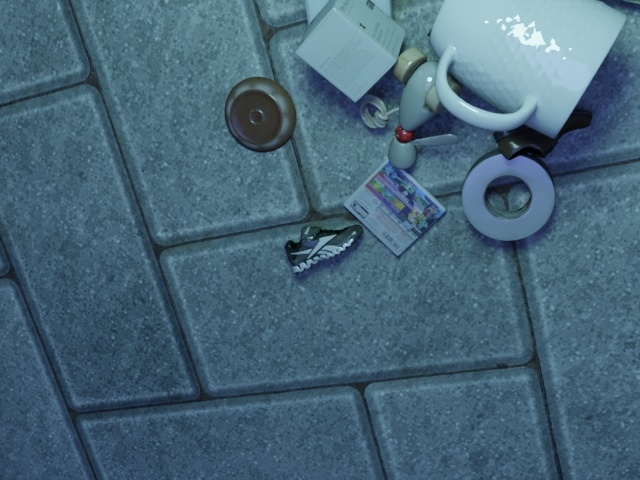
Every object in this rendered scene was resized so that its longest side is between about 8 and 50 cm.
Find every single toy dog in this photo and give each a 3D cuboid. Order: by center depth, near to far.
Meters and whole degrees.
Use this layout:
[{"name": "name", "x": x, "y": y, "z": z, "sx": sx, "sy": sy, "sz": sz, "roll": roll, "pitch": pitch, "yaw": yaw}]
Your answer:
[{"name": "toy dog", "x": 0.248, "y": -0.317, "z": 1.789, "sx": 0.220, "sy": 0.160, "sz": 0.333, "roll": 60, "pitch": 156, "yaw": 5}]

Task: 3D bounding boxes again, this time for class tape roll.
[{"name": "tape roll", "x": 0.457, "y": -0.113, "z": 1.862, "sx": 0.219, "sy": 0.072, "sz": 0.219, "roll": 5, "pitch": 111, "yaw": 13}]

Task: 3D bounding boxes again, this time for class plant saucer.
[{"name": "plant saucer", "x": -0.161, "y": -0.321, "z": 1.976, "sx": 0.198, "sy": 0.036, "sz": 0.199, "roll": 5, "pitch": 112, "yaw": 13}]

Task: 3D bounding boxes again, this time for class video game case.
[{"name": "video game case", "x": 0.191, "y": -0.088, "z": 1.972, "sx": 0.201, "sy": 0.023, "sz": 0.183, "roll": 44, "pitch": 115, "yaw": -2}]

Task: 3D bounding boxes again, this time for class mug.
[{"name": "mug", "x": 0.380, "y": -0.371, "z": 1.545, "sx": 0.328, "sy": 0.374, "sz": 0.276, "roll": 31, "pitch": 155, "yaw": 10}]

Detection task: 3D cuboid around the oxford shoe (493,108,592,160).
[{"name": "oxford shoe", "x": 0.524, "y": -0.238, "z": 1.767, "sx": 0.227, "sy": 0.083, "sz": 0.096, "roll": -18, "pitch": 73, "yaw": 5}]

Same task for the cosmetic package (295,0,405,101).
[{"name": "cosmetic package", "x": 0.069, "y": -0.450, "z": 1.732, "sx": 0.183, "sy": 0.151, "sz": 0.151, "roll": 36, "pitch": 130, "yaw": -16}]

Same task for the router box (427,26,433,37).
[{"name": "router box", "x": 0.437, "y": -0.471, "z": 1.729, "sx": 0.308, "sy": 0.081, "sz": 0.243, "roll": 39, "pitch": 115, "yaw": -1}]

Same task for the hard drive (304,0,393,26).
[{"name": "hard drive", "x": 0.062, "y": -0.567, "z": 1.765, "sx": 0.202, "sy": 0.040, "sz": 0.308, "roll": 2, "pitch": 130, "yaw": 15}]

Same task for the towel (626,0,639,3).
[{"name": "towel", "x": 0.661, "y": -0.660, "z": 1.530, "sx": 0.320, "sy": 0.090, "sz": 0.375, "roll": 12, "pitch": 130, "yaw": 5}]

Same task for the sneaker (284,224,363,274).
[{"name": "sneaker", "x": 0.000, "y": 0.000, "z": 2.026, "sx": 0.234, "sy": 0.078, "sz": 0.106, "roll": -27, "pitch": 103, "yaw": 25}]
